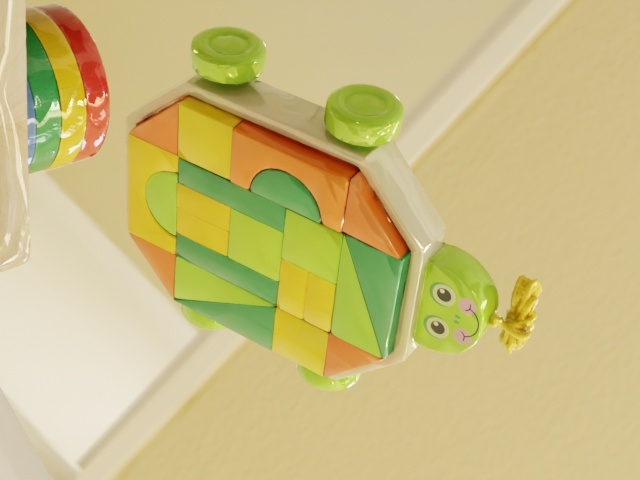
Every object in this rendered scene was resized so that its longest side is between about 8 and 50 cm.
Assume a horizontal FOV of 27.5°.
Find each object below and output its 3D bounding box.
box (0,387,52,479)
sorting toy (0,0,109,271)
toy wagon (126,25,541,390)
[{"bbox_3d":[-0.197,0.219,0.695,0.322,0.058,0.232,61,-157,-4],"label":"box"},{"bbox_3d":[-0.207,-0.154,0.708,0.089,0.255,0.257,-19,-142,-38],"label":"sorting toy"},{"bbox_3d":[0.000,0.000,0.997,0.344,0.267,0.068,26,-137,22],"label":"toy wagon"}]
